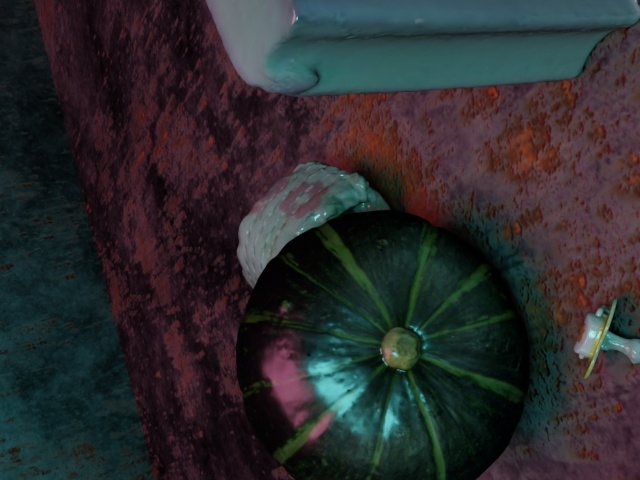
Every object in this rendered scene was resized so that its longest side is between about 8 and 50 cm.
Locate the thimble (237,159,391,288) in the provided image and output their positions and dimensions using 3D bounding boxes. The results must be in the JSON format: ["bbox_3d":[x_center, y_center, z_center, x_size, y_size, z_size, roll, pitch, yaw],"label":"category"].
[{"bbox_3d":[0.000,0.000,1.110,0.149,0.185,0.211,31,109,52],"label":"thimble"}]

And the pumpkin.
[{"bbox_3d":[0.066,0.129,0.918,0.241,0.323,0.323,80,171,-76],"label":"pumpkin"}]

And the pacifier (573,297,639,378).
[{"bbox_3d":[0.279,0.097,0.800,0.064,0.068,0.083,22,107,18],"label":"pacifier"}]

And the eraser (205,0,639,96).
[{"bbox_3d":[0.069,-0.264,0.720,0.122,0.359,0.272,-43,64,55],"label":"eraser"}]
